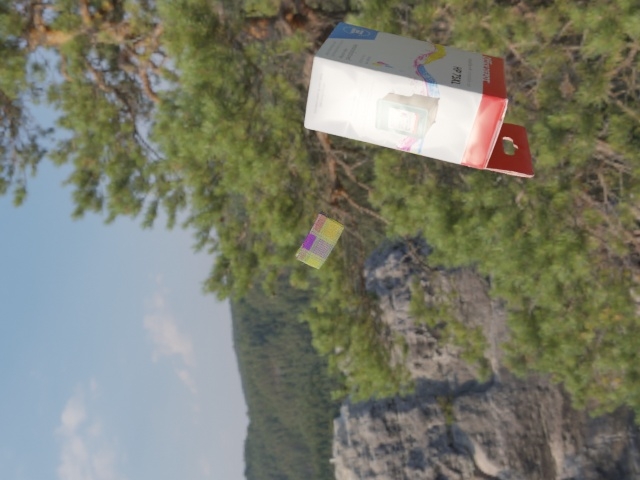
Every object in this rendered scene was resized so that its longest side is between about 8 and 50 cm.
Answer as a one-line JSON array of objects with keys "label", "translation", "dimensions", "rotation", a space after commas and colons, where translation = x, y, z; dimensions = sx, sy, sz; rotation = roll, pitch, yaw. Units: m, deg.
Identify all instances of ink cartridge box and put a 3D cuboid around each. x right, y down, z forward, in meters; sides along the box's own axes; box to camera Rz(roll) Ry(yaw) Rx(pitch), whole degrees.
[{"label": "ink cartridge box", "translation": [0.112, -0.147, 0.648], "dimensions": [0.134, 0.231, 0.078], "rotation": [-70, -8, -55]}]

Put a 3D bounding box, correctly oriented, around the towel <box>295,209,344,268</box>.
[{"label": "towel", "translation": [0.000, 0.000, 0.978], "dimensions": [0.009, 0.060, 0.083], "rotation": [30, 92, 48]}]
